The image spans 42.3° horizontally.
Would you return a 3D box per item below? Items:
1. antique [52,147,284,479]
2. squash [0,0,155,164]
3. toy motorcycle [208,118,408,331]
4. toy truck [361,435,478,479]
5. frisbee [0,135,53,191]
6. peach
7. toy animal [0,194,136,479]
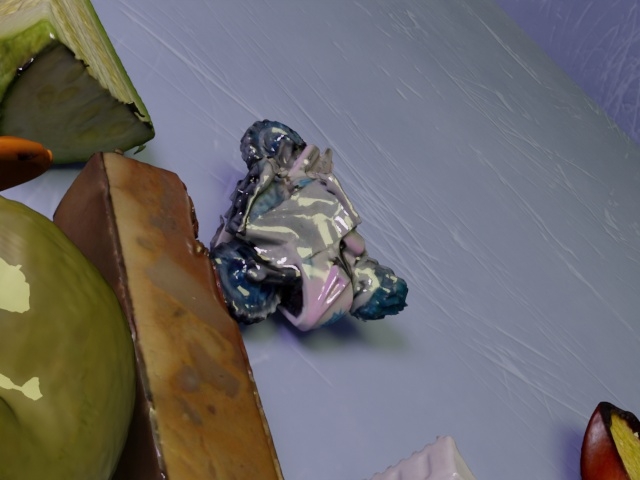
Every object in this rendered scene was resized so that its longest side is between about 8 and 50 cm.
[{"bbox_3d":[-0.115,0.078,0.581,0.093,0.087,0.310,15,41,-41],"label":"antique"},{"bbox_3d":[-0.268,-0.201,0.707,0.289,0.111,0.203,60,3,19],"label":"squash"},{"bbox_3d":[-0.003,0.003,0.783,0.204,0.108,0.239,27,60,-17],"label":"toy motorcycle"},{"bbox_3d":[0.087,0.269,0.531,0.111,0.136,0.286,47,19,-30],"label":"toy truck"},{"bbox_3d":[-0.254,-0.039,0.475,0.192,0.192,0.035,-15,91,-54],"label":"frisbee"},{"bbox_3d":[0.342,0.299,0.851,0.189,0.068,0.279,33,31,-31],"label":"peach"},{"bbox_3d":[-0.194,0.127,0.345,0.180,0.181,0.363,46,26,-21],"label":"toy animal"}]
